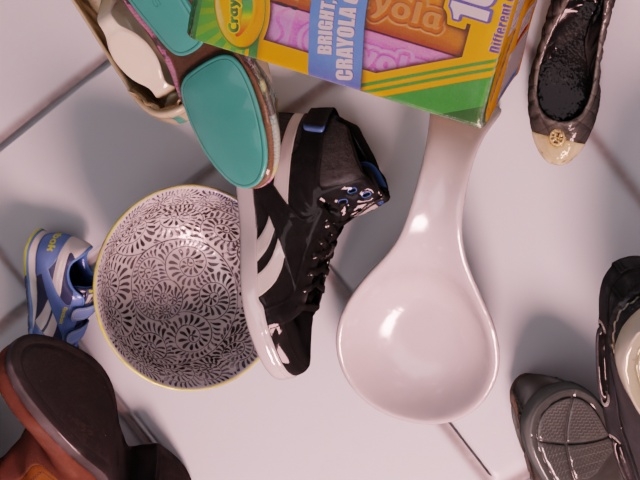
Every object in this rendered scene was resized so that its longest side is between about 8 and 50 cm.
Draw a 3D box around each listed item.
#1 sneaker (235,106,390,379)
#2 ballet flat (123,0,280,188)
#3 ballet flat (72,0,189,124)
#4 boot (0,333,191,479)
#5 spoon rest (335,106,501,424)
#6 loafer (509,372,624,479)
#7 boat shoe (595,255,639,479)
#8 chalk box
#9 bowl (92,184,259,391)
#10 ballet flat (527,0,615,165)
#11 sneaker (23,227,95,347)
[{"bbox_3d":[0.000,0.000,1.224,0.121,0.079,0.217,-7,90,18],"label":"sneaker"},{"bbox_3d":[-0.086,-0.148,1.191,0.077,0.079,0.221,-25,103,30],"label":"ballet flat"},{"bbox_3d":[-0.167,-0.202,1.220,0.086,0.086,0.248,-27,100,23],"label":"ballet flat"},{"bbox_3d":[-0.293,0.196,1.366,0.280,0.096,0.264,-14,143,23],"label":"boot"},{"bbox_3d":[0.088,0.026,1.229,0.137,0.084,0.276,12,112,12],"label":"spoon rest"},{"bbox_3d":[0.226,0.227,1.278,0.096,0.084,0.268,-24,108,-9],"label":"loafer"},{"bbox_3d":[0.286,0.145,1.197,0.127,0.113,0.340,-31,126,3],"label":"boat shoe"},{"bbox_3d":[0.018,-0.221,1.107,0.289,0.180,0.179,18,113,11],"label":"chalk box"},{"bbox_3d":[-0.121,0.040,1.281,0.080,0.170,0.170,-3,116,63],"label":"bowl"},{"bbox_3d":[0.187,-0.138,1.157,0.057,0.049,0.173,11,112,13],"label":"ballet flat"},{"bbox_3d":[-0.224,0.061,1.350,0.059,0.053,0.144,2,111,13],"label":"sneaker"}]
